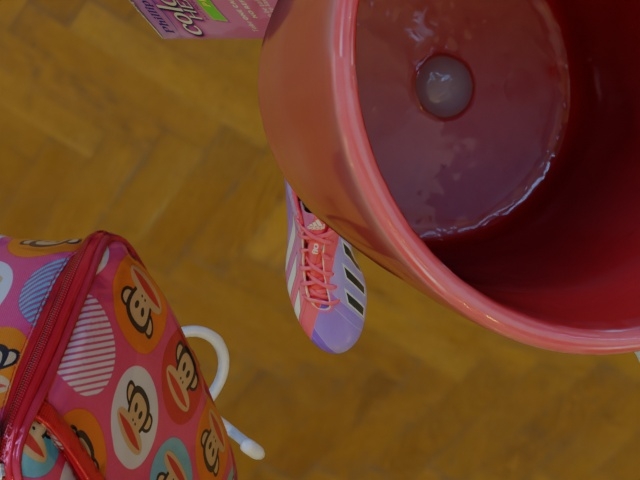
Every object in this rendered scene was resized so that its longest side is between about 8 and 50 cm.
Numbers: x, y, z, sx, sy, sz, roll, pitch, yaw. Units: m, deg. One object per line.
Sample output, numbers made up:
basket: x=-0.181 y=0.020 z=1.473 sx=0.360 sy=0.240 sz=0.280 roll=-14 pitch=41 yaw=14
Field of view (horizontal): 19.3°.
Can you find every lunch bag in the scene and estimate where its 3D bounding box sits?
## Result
lunch bag: x=-0.160 y=0.165 z=1.202 sx=0.120 sy=0.258 sz=0.293 roll=-2 pitch=135 yaw=21

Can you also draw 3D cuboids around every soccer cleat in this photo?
soccer cleat: x=0.000 y=0.000 z=1.890 sx=0.083 sy=0.095 sz=0.248 roll=-1 pitch=103 yaw=8

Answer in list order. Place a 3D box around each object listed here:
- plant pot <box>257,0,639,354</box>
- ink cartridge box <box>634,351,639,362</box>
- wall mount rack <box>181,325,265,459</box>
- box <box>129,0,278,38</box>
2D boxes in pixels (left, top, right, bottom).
plant pot: x=0.095 y=-0.085 z=0.952 sx=0.275 sy=0.275 sz=0.243 roll=38 pitch=169 yaw=-15
ink cartridge box: x=0.386 y=0.050 z=1.938 sx=0.127 sy=0.176 sz=0.128 roll=-14 pitch=159 yaw=-27
wall mount rack: x=-0.229 y=0.232 z=2.061 sx=0.304 sy=0.350 sz=0.130 roll=41 pitch=174 yaw=-37
box: x=-0.038 y=-0.295 z=1.655 sx=0.243 sy=0.214 sz=0.117 roll=4 pitch=149 yaw=39
